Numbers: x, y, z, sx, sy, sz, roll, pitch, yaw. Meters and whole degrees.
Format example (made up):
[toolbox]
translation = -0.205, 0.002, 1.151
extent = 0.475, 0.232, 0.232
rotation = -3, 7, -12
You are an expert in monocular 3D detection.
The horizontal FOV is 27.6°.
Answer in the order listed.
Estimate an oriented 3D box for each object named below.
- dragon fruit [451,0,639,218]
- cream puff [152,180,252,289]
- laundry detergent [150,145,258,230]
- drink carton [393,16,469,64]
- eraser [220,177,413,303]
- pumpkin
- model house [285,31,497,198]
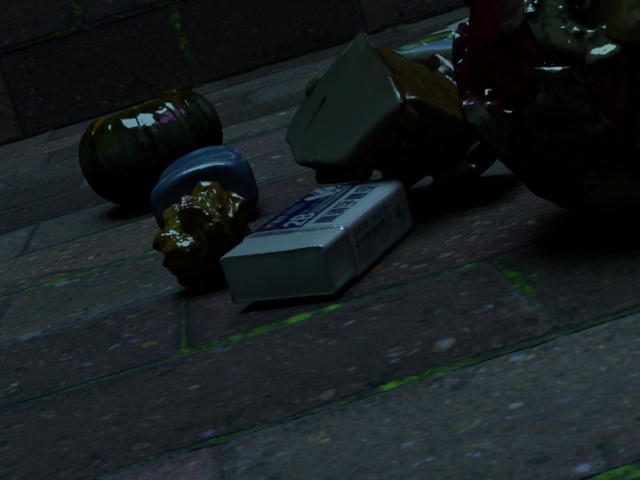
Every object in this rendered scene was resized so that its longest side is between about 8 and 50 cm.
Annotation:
[dragon fruit]
translation = 0.283, -0.171, 1.214
extent = 0.329, 0.329, 0.329
rotation = -16, 13, 4
[cream puff]
translation = -0.121, -0.004, 1.437
extent = 0.116, 0.122, 0.094
rotation = 13, 0, -34
[laundry detergent]
translation = -0.160, -0.077, 1.836
extent = 0.143, 0.094, 0.290
rotation = -22, 10, 1
[drink carton]
translation = 0.301, -0.300, 2.078
extent = 0.325, 0.132, 0.194
rotation = -26, 17, -29
[eraser]
translation = 0.000, 0.000, 1.359
extent = 0.125, 0.068, 0.210
rotation = -5, 17, 27
[pumpkin]
translation = -0.266, -0.142, 2.062
extent = 0.238, 0.159, 0.238
rotation = -24, 4, 2
[model house]
translation = 0.108, -0.119, 1.525
extent = 0.229, 0.199, 0.219
rotation = 19, 37, -22
